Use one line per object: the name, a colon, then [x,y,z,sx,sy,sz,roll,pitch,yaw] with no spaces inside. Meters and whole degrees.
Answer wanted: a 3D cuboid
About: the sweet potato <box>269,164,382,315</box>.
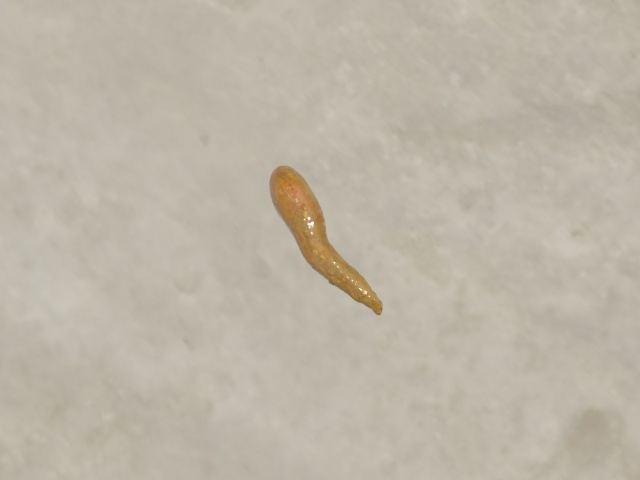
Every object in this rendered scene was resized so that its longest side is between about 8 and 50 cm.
sweet potato: [0.000,0.000,1.759,0.050,0.214,0.050,-28,159,-12]
